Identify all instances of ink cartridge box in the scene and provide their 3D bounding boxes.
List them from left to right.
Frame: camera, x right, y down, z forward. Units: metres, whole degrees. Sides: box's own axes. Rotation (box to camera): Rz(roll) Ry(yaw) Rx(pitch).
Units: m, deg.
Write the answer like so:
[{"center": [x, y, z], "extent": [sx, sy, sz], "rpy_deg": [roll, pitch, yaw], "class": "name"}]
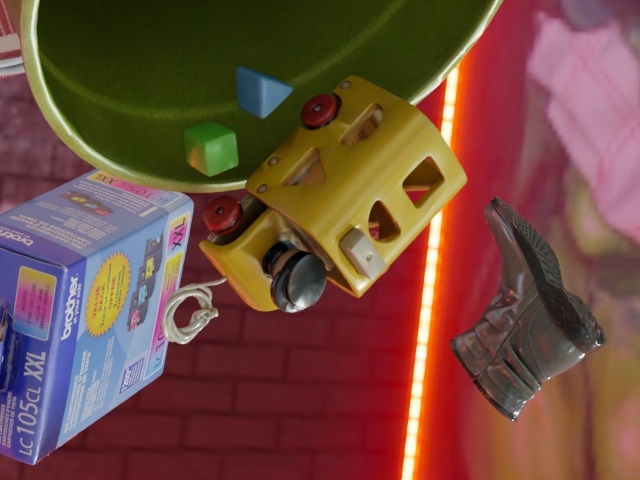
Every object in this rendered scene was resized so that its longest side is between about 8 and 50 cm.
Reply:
[{"center": [-0.325, 0.094, 2.147], "extent": [0.151, 0.270, 0.395], "rpy_deg": [19, -157, 19], "class": "ink cartridge box"}]

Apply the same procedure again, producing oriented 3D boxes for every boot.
[{"center": [0.208, 0.076, 2.011], "extent": [0.083, 0.161, 0.246], "rpy_deg": [30, -154, -50], "class": "boot"}]

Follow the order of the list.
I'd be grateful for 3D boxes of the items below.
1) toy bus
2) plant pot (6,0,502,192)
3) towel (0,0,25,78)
[{"center": [0.006, -0.012, 1.192], "extent": [0.191, 0.202, 0.104], "rpy_deg": [-8, -153, -37], "class": "toy bus"}, {"center": [-0.096, -0.284, 1.229], "extent": [0.366, 0.366, 0.353], "rpy_deg": [4, -141, -39], "class": "plant pot"}, {"center": [-0.238, -0.281, 1.685], "extent": [0.237, 0.037, 0.329], "rpy_deg": [-13, -133, -8], "class": "towel"}]
